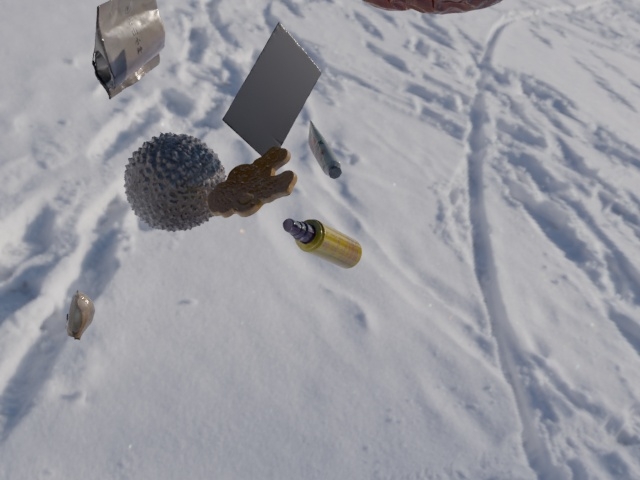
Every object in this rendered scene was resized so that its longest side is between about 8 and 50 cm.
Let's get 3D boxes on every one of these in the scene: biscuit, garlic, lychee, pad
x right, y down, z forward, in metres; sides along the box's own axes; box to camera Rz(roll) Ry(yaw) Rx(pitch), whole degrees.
[{"bbox_3d":[-0.167,-0.130,1.733,0.040,0.236,0.144,44,24,-50],"label":"biscuit"},{"bbox_3d":[-0.619,0.186,1.860,0.066,0.152,0.084,10,15,-22],"label":"garlic"},{"bbox_3d":[-0.415,-0.165,2.019,0.300,0.300,0.300,17,28,-10],"label":"lychee"},{"bbox_3d":[-0.115,-0.368,1.807,0.005,0.300,0.202,13,-20,42],"label":"pad"}]

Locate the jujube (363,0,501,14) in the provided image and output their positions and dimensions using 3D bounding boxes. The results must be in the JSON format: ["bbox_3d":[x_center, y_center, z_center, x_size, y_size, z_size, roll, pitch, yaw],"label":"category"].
[{"bbox_3d":[0.192,-0.478,1.192,0.342,0.216,0.216,4,14,37],"label":"jujube"}]

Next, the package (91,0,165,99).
[{"bbox_3d":[-0.453,-0.481,1.693,0.062,0.251,0.204,27,49,15],"label":"package"}]

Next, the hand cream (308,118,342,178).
[{"bbox_3d":[0.003,-0.248,1.979,0.050,0.080,0.234,-7,39,-18],"label":"hand cream"}]

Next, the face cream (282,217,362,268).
[{"bbox_3d":[0.000,0.000,1.644,0.078,0.078,0.273,43,10,33],"label":"face cream"}]
